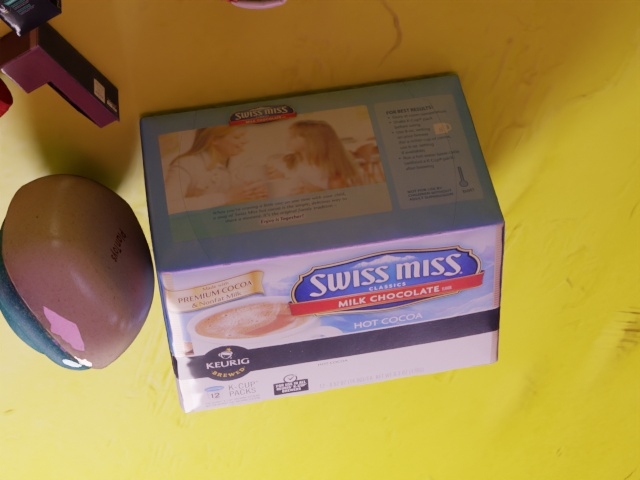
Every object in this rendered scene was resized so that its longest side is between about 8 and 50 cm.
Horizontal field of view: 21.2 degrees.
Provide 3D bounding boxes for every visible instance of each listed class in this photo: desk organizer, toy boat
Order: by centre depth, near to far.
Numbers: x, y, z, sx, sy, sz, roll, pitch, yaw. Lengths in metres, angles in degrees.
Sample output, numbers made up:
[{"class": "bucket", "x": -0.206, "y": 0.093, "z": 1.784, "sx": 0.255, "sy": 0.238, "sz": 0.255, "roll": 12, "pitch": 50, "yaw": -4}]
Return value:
[{"class": "desk organizer", "x": -0.257, "y": -0.159, "z": 1.686, "sx": 0.050, "sy": 0.047, "sz": 0.130, "roll": -26, "pitch": 137, "yaw": 20}, {"class": "toy boat", "x": -0.301, "y": -0.015, "z": 1.733, "sx": 0.148, "sy": 0.267, "sz": 0.318, "roll": -33, "pitch": 104, "yaw": 16}]

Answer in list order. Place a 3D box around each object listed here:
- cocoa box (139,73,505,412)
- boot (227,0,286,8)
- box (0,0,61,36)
[{"class": "cocoa box", "x": 0.000, "y": 0.000, "z": 1.780, "sx": 0.347, "sy": 0.231, "sz": 0.228, "roll": -8, "pitch": 138, "yaw": -4}, {"class": "boot", "x": -0.101, "y": -0.258, "z": 1.582, "sx": 0.158, "sy": 0.084, "sz": 0.059, "roll": 7, "pitch": 137, "yaw": -18}, {"class": "box", "x": -0.283, "y": -0.242, "z": 1.574, "sx": 0.052, "sy": 0.062, "sz": 0.083, "roll": -27, "pitch": 136, "yaw": 19}]
